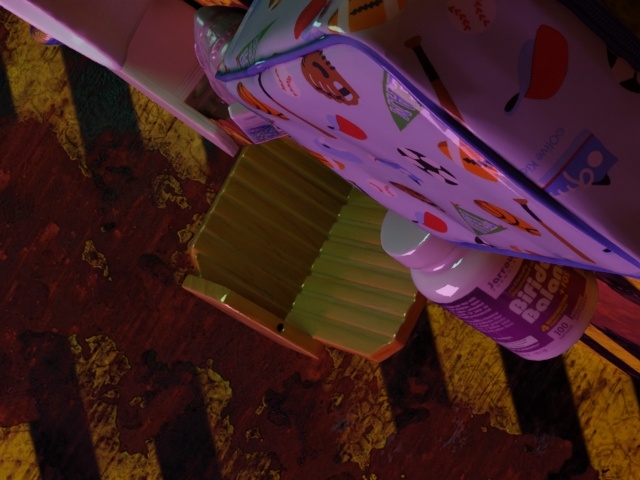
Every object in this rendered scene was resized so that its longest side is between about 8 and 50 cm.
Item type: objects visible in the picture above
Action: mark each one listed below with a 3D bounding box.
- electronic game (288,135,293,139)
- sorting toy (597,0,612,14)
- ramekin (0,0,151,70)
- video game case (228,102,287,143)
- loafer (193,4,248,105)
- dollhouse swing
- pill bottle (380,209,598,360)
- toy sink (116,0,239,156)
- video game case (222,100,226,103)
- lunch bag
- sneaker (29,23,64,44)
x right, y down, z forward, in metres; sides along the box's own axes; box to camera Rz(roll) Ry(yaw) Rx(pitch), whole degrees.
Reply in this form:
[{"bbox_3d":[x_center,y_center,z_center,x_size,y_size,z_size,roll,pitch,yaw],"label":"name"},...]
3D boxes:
[{"bbox_3d":[-0.090,-0.222,1.759,0.229,0.048,0.229,36,-175,-4],"label":"electronic game"},{"bbox_3d":[0.049,-0.187,0.613,0.208,0.038,0.193,38,175,-36],"label":"sorting toy"},{"bbox_3d":[-0.313,-0.323,1.258,0.277,0.135,0.277,30,178,1],"label":"ramekin"},{"bbox_3d":[-0.013,-0.149,1.226,0.143,0.157,0.019,40,-147,-81],"label":"video game case"},{"bbox_3d":[-0.073,-0.201,1.306,0.111,0.112,0.319,43,178,9],"label":"loafer"},{"bbox_3d":[0.000,0.000,1.874,0.315,0.347,0.305,32,169,-20],"label":"dollhouse swing"},{"bbox_3d":[0.232,0.034,1.541,0.301,0.169,0.169,31,178,-30],"label":"pill bottle"},{"bbox_3d":[-0.179,-0.238,1.474,0.234,0.131,0.153,36,179,7],"label":"toy sink"},{"bbox_3d":[-0.278,-0.332,2.078,0.248,0.035,0.275,30,178,35],"label":"video game case"},{"bbox_3d":[0.078,-0.075,0.640,0.243,0.115,0.303,33,176,-18],"label":"lunch bag"},{"bbox_3d":[-0.323,-0.329,1.539,0.131,0.112,0.296,24,-160,-19],"label":"sneaker"}]
